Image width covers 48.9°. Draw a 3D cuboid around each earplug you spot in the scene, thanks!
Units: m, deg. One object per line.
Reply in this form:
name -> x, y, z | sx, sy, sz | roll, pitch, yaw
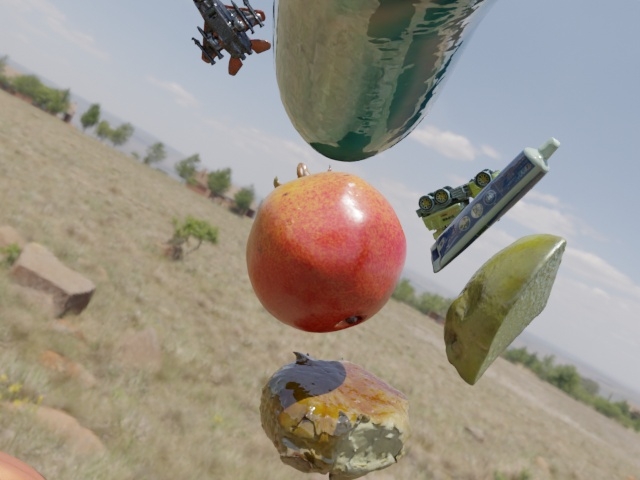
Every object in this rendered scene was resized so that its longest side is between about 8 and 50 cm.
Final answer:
earplug -> 0.039, -0.157, 0.539 | 0.185, 0.185, 0.324 | 28, -21, 6

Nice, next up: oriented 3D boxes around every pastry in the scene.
pastry -> 0.018, 0.245, 0.991 | 0.218, 0.100, 0.229 | 20, 15, 22

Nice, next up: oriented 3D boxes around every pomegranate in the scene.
pomegranate -> 0.000, 0.000, 0.973 | 0.221, 0.221, 0.257 | 27, 30, -46

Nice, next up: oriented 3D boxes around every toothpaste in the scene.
toothpaste -> 0.189, -0.039, 0.779 | 0.034, 0.197, 0.057 | 32, 30, -17

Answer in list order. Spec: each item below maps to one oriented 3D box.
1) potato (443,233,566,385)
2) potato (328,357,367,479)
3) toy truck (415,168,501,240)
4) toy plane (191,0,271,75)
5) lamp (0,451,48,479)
potato -> 0.179, 0.055, 0.740 | 0.081, 0.149, 0.120 | 34, -32, 30
potato -> 0.076, 0.280, 1.187 | 0.100, 0.120, 0.261 | 4, 26, 6
toy truck -> 0.266, -0.062, 1.306 | 0.100, 0.169, 0.077 | 67, 23, -2
toy plane -> -0.169, -0.361, 1.131 | 0.189, 0.130, 0.061 | 47, 18, -32
lamp -> -0.231, 0.221, 0.427 | 0.164, 0.188, 0.187 | 33, -1, -18
